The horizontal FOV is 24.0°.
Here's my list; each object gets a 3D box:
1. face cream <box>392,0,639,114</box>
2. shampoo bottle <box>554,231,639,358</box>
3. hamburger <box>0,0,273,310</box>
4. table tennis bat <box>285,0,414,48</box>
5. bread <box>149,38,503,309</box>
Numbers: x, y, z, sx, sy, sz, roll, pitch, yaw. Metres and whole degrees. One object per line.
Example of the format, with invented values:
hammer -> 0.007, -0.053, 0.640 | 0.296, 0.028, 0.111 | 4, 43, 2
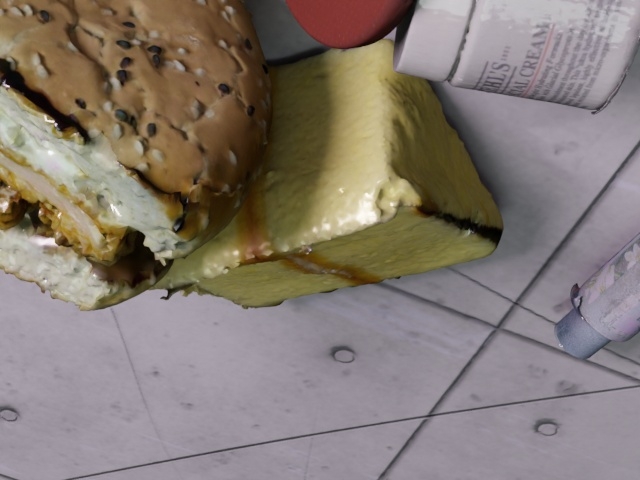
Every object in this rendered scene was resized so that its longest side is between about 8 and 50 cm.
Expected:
face cream -> 0.140, -0.186, 1.035 | 0.153, 0.177, 0.177 | 12, 135, -2
shampoo bottle -> 0.282, 0.030, 1.304 | 0.072, 0.072, 0.214 | 27, 133, -16
hamburger -> -0.190, -0.126, 1.086 | 0.318, 0.277, 0.195 | 35, 134, -13
table tennis bat -> 0.032, -0.231, 0.967 | 0.038, 0.200, 0.310 | -7, 179, -26
bread -> 0.000, 0.000, 1.248 | 0.263, 0.198, 0.236 | -13, 138, 24
